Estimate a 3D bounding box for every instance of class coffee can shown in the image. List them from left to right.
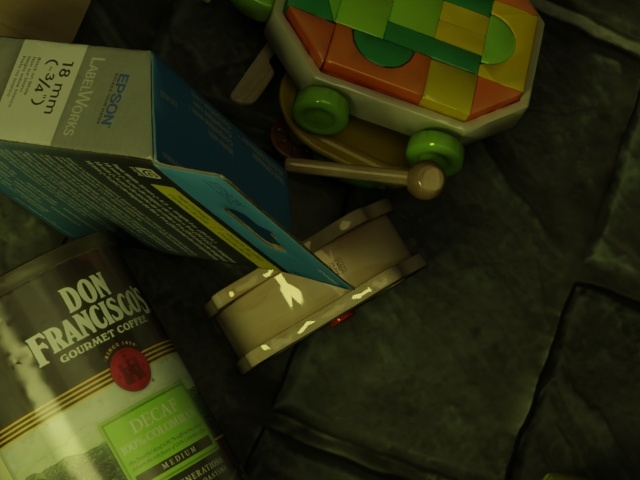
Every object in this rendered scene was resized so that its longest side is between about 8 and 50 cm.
[{"bbox_3d":[-0.208,0.158,1.589,0.201,0.201,0.275,-29,87,-15],"label":"coffee can"}]

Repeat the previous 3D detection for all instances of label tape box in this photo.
[{"bbox_3d":[-0.144,-0.070,1.546,0.333,0.240,0.106,9,72,32],"label":"label tape box"}]

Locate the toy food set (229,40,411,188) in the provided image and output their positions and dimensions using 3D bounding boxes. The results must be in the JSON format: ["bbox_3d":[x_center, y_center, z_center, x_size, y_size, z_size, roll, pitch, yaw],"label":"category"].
[{"bbox_3d":[0.014,-0.113,1.761,0.218,0.071,0.128,27,51,-7],"label":"toy food set"}]

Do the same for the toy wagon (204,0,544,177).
[{"bbox_3d":[0.046,-0.217,1.738,0.344,0.068,0.267,20,57,-8],"label":"toy wagon"}]

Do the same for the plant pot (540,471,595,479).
[{"bbox_3d":[0.295,0.340,1.642,0.254,0.276,0.276,22,75,5],"label":"plant pot"}]

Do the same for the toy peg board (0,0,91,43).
[{"bbox_3d":[-0.315,-0.215,1.714,0.161,0.079,0.161,22,60,-7],"label":"toy peg board"}]

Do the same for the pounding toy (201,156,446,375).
[{"bbox_3d":[0.000,0.000,1.699,0.269,0.154,0.155,-31,86,4],"label":"pounding toy"}]
